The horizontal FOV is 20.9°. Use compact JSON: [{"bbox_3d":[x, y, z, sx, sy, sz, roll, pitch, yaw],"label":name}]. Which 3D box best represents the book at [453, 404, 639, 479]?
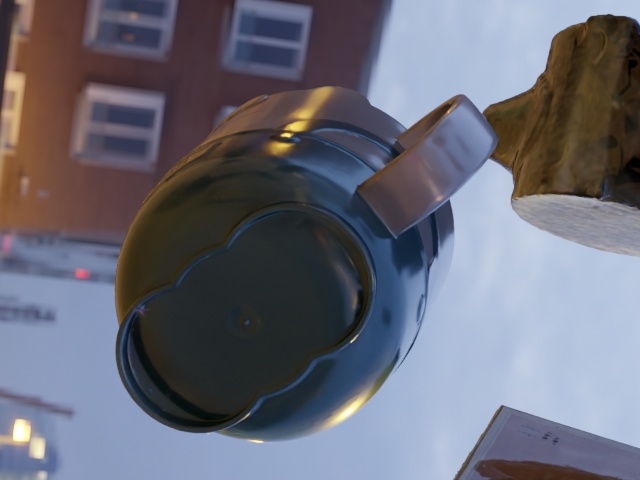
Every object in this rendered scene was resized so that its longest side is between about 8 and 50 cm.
[{"bbox_3d":[0.197,0.214,1.444,0.241,0.170,0.018,-40,143,-62],"label":"book"}]

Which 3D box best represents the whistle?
[{"bbox_3d":[0.316,-0.091,1.505,0.405,0.188,0.168,-5,-113,59],"label":"whistle"}]

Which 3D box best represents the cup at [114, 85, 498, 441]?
[{"bbox_3d":[0.000,0.000,1.244,0.289,0.219,0.257,-36,-174,19],"label":"cup"}]
